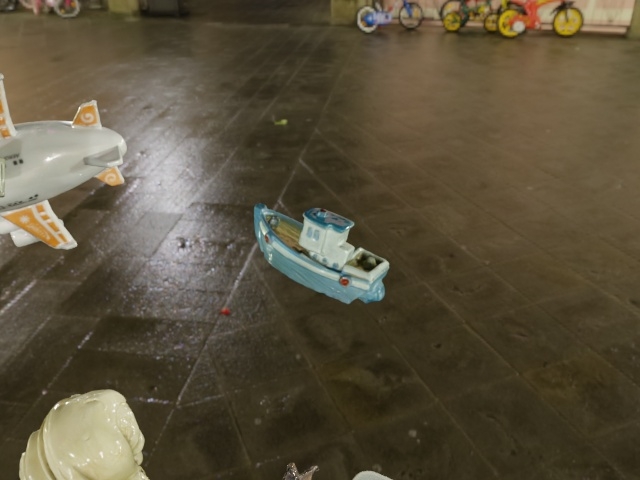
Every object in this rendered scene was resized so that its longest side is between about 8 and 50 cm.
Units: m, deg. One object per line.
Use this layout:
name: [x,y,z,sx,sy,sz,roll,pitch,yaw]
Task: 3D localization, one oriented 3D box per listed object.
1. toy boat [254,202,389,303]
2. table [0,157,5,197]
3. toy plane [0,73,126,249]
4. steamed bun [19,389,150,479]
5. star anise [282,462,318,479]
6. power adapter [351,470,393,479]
toy boat: [0.000,0.000,0.803,0.215,0.102,0.088,25,26,19]
table: [-0.420,-0.101,0.515,0.121,0.111,0.240,-3,-4,19]
toy plane: [-0.369,-0.092,0.744,0.244,0.245,0.117,-11,35,-17]
steamed bun: [-0.490,0.470,1.216,0.276,0.289,0.203,50,41,5]
star anise: [-0.093,0.670,1.497,0.171,0.063,0.208,-14,51,34]
power adapter: [0.086,0.497,0.935,0.125,0.205,0.130,15,30,27]
